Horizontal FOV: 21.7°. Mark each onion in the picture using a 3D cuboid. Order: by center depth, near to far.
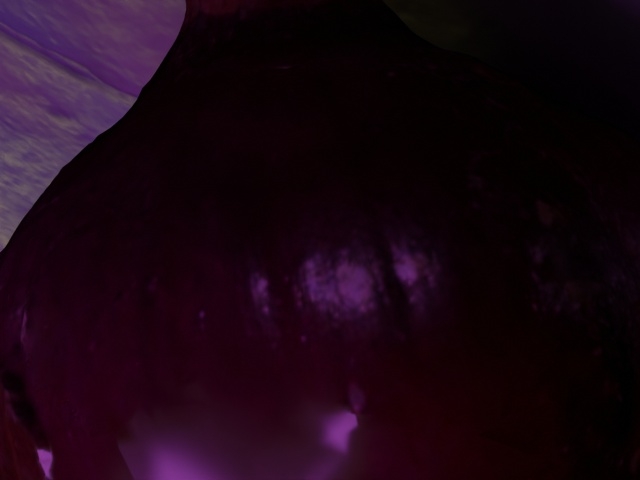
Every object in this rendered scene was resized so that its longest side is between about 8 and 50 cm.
[{"bbox_3d":[0.000,0.000,0.765,0.348,0.347,0.385,-7,96,53],"label":"onion"}]
